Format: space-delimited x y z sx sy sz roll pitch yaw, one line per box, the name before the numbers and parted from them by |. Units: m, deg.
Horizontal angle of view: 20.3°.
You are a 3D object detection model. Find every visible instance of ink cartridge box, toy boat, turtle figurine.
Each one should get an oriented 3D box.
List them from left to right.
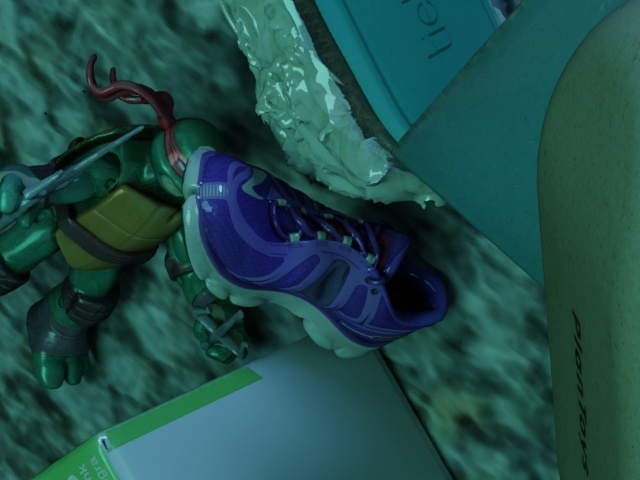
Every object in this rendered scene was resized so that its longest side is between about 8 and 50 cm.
turtle figurine | -0.110 0.001 0.938 0.175 0.118 0.234 33 136 -24
ink cartridge box | -0.097 0.166 0.919 0.273 0.198 0.115 -35 81 39
toy boat | 0.154 0.028 0.552 0.151 0.151 0.231 -9 118 -3

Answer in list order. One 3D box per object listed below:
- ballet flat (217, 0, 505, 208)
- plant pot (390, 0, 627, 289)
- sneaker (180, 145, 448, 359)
ballet flat | -0.037 -0.201 0.804 0.147 0.147 0.409 -15 97 40
plant pot | 0.188 -0.027 0.667 0.234 0.165 0.166 46 127 6
sneaker | 0.000 0.000 0.832 0.071 0.170 0.068 -16 60 34
